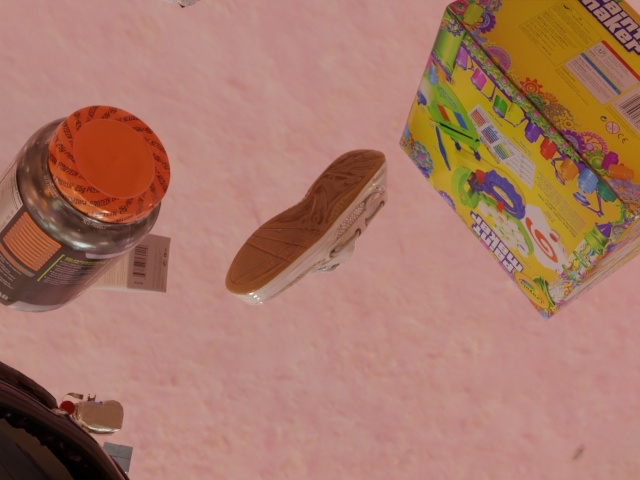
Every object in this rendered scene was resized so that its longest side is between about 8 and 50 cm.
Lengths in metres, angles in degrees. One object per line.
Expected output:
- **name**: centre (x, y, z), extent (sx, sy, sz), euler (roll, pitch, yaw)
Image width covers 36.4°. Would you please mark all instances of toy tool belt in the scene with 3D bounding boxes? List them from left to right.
- **toy tool belt**: centre (-0.291, 0.218, 1.221), extent (0.083, 0.051, 0.052), euler (16, 74, -21)

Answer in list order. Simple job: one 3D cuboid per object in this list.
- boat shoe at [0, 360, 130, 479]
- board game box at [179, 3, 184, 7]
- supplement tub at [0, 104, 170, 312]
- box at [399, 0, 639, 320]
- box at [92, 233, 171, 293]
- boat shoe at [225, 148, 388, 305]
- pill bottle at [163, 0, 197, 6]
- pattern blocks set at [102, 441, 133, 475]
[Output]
- **boat shoe**: centre (-0.127, 0.148, 0.422), extent (0.127, 0.113, 0.340), euler (-38, 121, -31)
- **board game box**: centre (-0.197, -0.509, 1.493), extent (0.208, 0.347, 0.056), euler (-30, 147, -7)
- **supplement tub**: centre (-0.204, -0.024, 0.783), extent (0.117, 0.117, 0.190), euler (10, 151, -35)
- **box**: centre (0.262, -0.112, 1.087), extent (0.177, 0.290, 0.279), euler (-32, 163, -20)
- **box**: centre (-0.322, 0.037, 1.660), extent (0.102, 0.087, 0.101), euler (14, 77, -56)
- **boat shoe**: centre (0.000, 0.000, 1.197), extent (0.277, 0.098, 0.096), euler (-43, 130, -28)
- **pill bottle**: centre (-0.147, -0.248, 0.900), extent (0.043, 0.083, 0.043), euler (-40, 151, -27)
- **pattern blocks set**: centre (-0.439, 0.336, 1.377), extent (0.325, 0.285, 0.026), euler (20, 132, -4)
